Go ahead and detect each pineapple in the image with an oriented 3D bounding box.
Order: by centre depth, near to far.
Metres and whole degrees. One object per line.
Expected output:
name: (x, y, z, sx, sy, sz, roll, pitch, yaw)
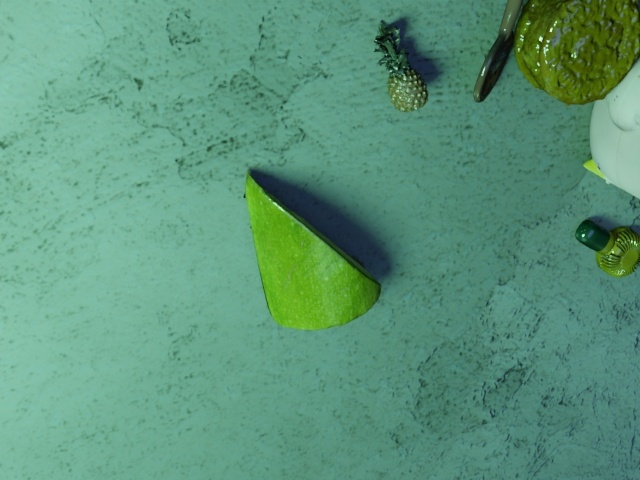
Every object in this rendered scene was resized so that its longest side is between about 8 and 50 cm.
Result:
pineapple: (0.108, -0.235, 1.944, 0.058, 0.058, 0.124, -31, 128, -13)

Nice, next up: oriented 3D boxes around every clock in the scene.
clock: (0.606, -0.197, 2.145, 0.368, 0.250, 0.377, 23, 104, -39)

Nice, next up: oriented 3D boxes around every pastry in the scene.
pastry: (0.364, -0.289, 2.038, 0.188, 0.103, 0.189, -15, 123, -25)

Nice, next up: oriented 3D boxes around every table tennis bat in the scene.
table tennis bat: (0.204, -0.288, 2.003, 0.107, 0.119, 0.170, -47, 159, -50)

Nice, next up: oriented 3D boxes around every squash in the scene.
squash: (0.000, 0.000, 1.990, 0.169, 0.093, 0.252, -22, 127, -17)

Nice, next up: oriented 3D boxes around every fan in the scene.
fan: (0.466, 0.010, 2.320, 0.155, 0.039, 0.082, 25, 103, -38)
